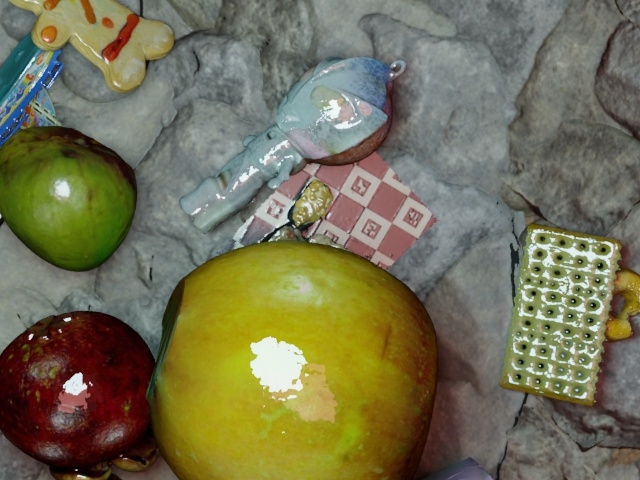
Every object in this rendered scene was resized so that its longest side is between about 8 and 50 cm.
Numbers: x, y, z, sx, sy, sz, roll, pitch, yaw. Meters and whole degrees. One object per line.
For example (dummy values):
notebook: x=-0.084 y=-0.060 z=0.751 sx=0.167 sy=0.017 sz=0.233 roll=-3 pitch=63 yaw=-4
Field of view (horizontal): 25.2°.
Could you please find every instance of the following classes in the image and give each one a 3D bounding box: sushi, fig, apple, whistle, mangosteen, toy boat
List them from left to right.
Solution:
toy boat: x=-0.374 y=-0.174 z=1.851 sx=0.110 sy=0.091 sz=0.175 roll=35 pitch=92 yaw=-35
fig: x=-0.321 y=-0.051 z=1.816 sx=0.181 sy=0.181 sz=0.191 roll=-12 pitch=116 yaw=-6
mangosteen: x=-0.297 y=0.215 z=1.819 sx=0.215 sy=0.215 sz=0.257 roll=-24 pitch=114 yaw=-5
apple: x=-0.043 y=0.185 z=1.757 sx=0.374 sy=0.384 sz=0.374 roll=10 pitch=48 yaw=-12
whistle: x=-0.029 y=-0.129 z=1.867 sx=0.346 sy=0.134 sz=0.142 roll=-37 pitch=64 yaw=5
sushi: x=0.000 y=0.000 z=1.919 sx=0.279 sy=0.043 sz=0.192 roll=-44 pitch=97 yaw=-3

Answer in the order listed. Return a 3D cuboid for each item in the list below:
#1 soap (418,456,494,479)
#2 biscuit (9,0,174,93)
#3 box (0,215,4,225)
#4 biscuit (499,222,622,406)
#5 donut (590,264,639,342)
soap: x=0.092 y=0.415 z=1.879 sx=0.324 sy=0.193 sz=0.109 roll=-31 pitch=95 yaw=-4
biscuit: x=-0.307 y=-0.289 z=1.831 sx=0.234 sy=0.030 sz=0.153 roll=37 pitch=49 yaw=-8
box: x=-0.465 y=-0.061 z=1.865 sx=0.126 sy=0.027 sz=0.125 roll=34 pitch=88 yaw=-8
biscuit: x=0.329 y=0.101 z=1.956 sx=0.139 sy=0.016 sz=0.231 roll=11 pitch=92 yaw=17
donut: x=0.408 y=0.087 z=1.977 sx=0.097 sy=0.043 sz=0.108 roll=33 pitch=85 yaw=-8
